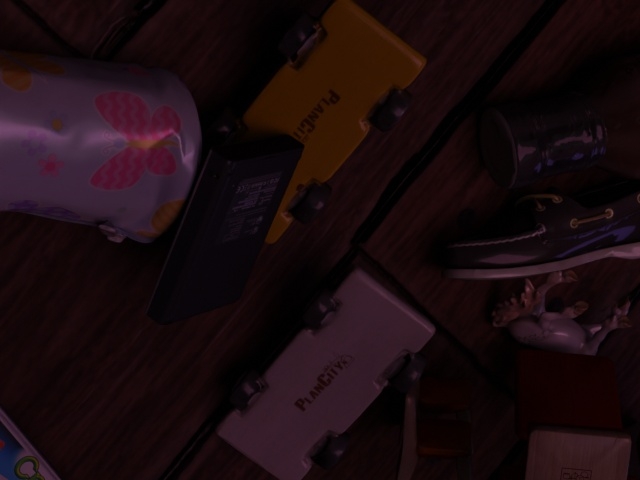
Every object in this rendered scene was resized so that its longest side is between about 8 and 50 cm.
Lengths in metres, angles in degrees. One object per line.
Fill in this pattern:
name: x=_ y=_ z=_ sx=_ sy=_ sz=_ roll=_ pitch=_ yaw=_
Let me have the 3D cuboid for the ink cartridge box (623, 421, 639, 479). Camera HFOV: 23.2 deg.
ink cartridge box: x=0.252 y=0.219 z=1.357 sx=0.179 sy=0.145 sz=0.045 roll=-27 pitch=97 yaw=-18

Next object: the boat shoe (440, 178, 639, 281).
boat shoe: x=0.198 y=-0.012 z=1.296 sx=0.228 sy=0.081 sz=0.068 roll=-10 pitch=98 yaw=-24

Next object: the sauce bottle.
sauce bottle: x=0.299 y=-0.111 z=1.292 sx=0.344 sy=0.111 sz=0.111 roll=-13 pitch=113 yaw=-15

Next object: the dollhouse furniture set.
dollhouse furniture set: x=0.190 y=0.145 z=1.192 sx=0.262 sy=0.259 sz=0.135 roll=4 pitch=112 yaw=5

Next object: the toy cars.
toy cars: x=0.000 y=0.000 z=1.183 sx=0.176 sy=0.087 sz=0.393 roll=0 pitch=112 yaw=9

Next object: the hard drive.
hard drive: x=-0.066 y=-0.008 z=1.091 sx=0.094 sy=0.022 sz=0.135 roll=-17 pitch=136 yaw=-56

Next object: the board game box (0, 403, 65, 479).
board game box: x=-0.256 y=0.252 z=1.155 sx=0.193 sy=0.053 sz=0.305 roll=-38 pitch=120 yaw=-11

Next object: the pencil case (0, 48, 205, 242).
pencil case: x=-0.217 y=-0.066 z=1.035 sx=0.273 sy=0.113 sz=0.124 roll=4 pitch=119 yaw=-29

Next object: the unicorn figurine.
unicorn figurine: x=0.214 y=0.086 z=1.340 sx=0.162 sy=0.060 sz=0.111 roll=37 pitch=127 yaw=-13
